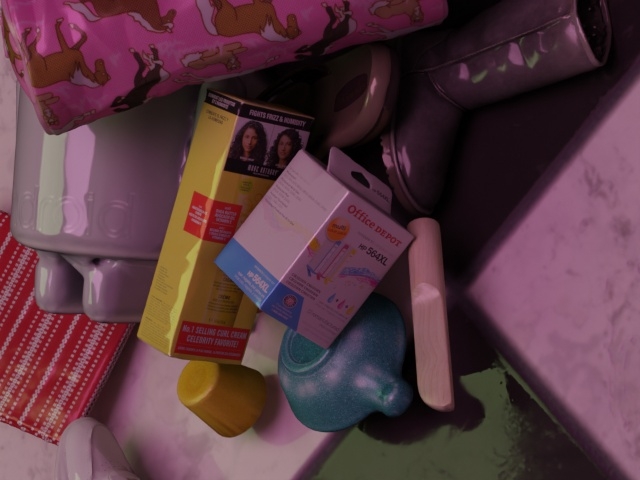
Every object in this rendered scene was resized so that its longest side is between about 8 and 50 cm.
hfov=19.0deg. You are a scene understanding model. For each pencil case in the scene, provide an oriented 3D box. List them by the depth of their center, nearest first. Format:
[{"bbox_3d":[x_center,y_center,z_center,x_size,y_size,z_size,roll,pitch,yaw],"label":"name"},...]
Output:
[{"bbox_3d":[-0.085,-0.210,1.621,0.386,0.167,0.160,-17,78,-4],"label":"pencil case"}]

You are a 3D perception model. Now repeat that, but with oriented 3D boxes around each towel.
[{"bbox_3d":[-0.315,0.079,1.940,0.275,0.031,0.199,21,79,27],"label":"towel"}]

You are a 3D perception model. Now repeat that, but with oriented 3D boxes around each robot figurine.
[{"bbox_3d":[-0.185,-0.101,1.802,0.300,0.200,0.353,6,93,39],"label":"robot figurine"}]

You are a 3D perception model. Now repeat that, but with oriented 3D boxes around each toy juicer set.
[{"bbox_3d":[0.027,0.070,1.697,0.329,0.089,0.209,-7,59,43],"label":"toy juicer set"}]

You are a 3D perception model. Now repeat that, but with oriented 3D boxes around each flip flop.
[{"bbox_3d":[-0.023,-0.107,1.737,0.277,0.080,0.112,-29,57,57],"label":"flip flop"}]

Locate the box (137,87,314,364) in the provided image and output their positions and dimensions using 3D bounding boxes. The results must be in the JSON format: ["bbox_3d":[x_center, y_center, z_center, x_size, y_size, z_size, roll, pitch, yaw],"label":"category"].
[{"bbox_3d":[-0.084,-0.011,1.673,0.058,0.087,0.232,27,102,49],"label":"box"}]

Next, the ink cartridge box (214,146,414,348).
[{"bbox_3d":[0.000,0.000,1.628,0.143,0.092,0.090,-52,40,5],"label":"ink cartridge box"}]

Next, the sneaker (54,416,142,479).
[{"bbox_3d":[-0.143,0.284,1.774,0.152,0.114,0.305,-34,64,12],"label":"sneaker"}]

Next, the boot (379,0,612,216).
[{"bbox_3d":[0.154,-0.130,1.653,0.208,0.076,0.189,-12,74,29],"label":"boot"}]
